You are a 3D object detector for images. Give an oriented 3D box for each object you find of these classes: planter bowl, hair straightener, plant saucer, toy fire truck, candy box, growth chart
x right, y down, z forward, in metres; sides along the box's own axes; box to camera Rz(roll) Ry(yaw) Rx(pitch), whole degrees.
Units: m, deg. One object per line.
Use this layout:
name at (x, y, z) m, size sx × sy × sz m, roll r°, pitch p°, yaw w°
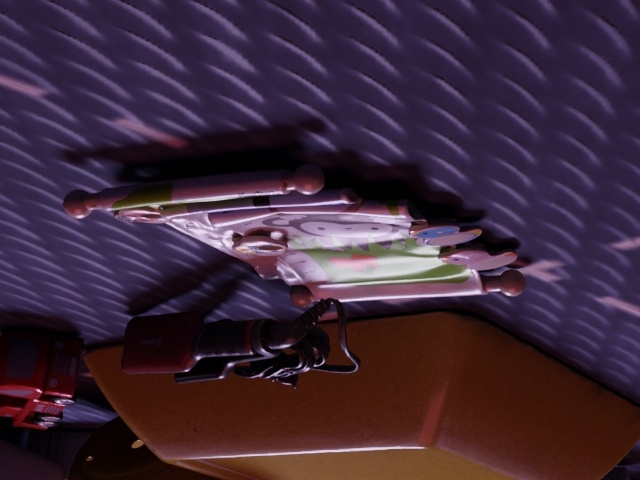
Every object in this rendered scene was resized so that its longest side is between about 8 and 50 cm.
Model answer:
planter bowl at (-0.141, 0.201, 1.335) m, size 0.217 × 0.217 × 0.090 m, roll -4°, pitch 117°, yaw 24°
hair straightener at (-0.041, 0.064, 1.018) m, size 0.089 × 0.047 × 0.230 m, roll 15°, pitch 161°, yaw -30°
plant saucer at (0.040, 0.147, 1.217) m, size 0.332 × 0.081 × 0.333 m, roll -7°, pitch 159°, yaw 33°
toy fire truck at (-0.260, 0.106, 1.209) m, size 0.135 × 0.047 × 0.192 m, roll 11°, pitch 160°, yaw -15°
candy box at (-0.175, 0.216, 1.520) m, size 0.186 × 0.053 × 0.109 m, roll -1°, pitch 162°, yaw 19°
growth chart at (0.000, 0.000, 0.872) m, size 0.172 × 0.021 × 0.237 m, roll -7°, pitch 161°, yaw 32°

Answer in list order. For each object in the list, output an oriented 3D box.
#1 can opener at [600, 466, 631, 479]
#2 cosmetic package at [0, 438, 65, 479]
can opener at (0.165, 0.239, 1.515) m, size 0.280 × 0.074 × 0.093 m, roll -13°, pitch 121°, yaw 38°
cosmetic package at (-0.378, 0.275, 1.488) m, size 0.230 × 0.162 × 0.453 m, roll 22°, pitch 160°, yaw -3°
